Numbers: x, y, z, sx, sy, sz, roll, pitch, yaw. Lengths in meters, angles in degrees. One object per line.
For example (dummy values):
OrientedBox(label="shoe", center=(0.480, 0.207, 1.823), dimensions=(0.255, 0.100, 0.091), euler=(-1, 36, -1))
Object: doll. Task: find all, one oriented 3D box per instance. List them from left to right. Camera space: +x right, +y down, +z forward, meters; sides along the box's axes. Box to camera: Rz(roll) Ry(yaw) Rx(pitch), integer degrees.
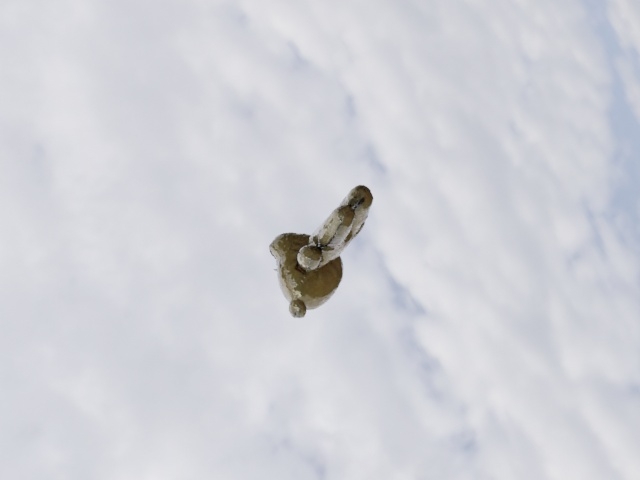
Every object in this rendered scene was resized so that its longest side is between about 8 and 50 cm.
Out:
OrientedBox(label="doll", center=(0.007, 0.006, 0.726), dimensions=(0.051, 0.093, 0.061), euler=(53, -133, -6))
